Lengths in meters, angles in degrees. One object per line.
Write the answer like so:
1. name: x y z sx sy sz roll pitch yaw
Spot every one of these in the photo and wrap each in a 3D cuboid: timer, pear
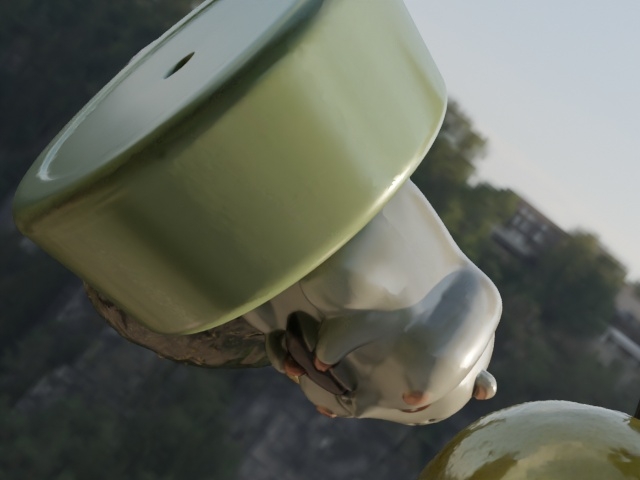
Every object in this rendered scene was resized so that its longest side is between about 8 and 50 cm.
1. timer: 0.000 0.000 0.945 0.315 0.291 0.291 51 -3 -18
2. pear: 0.198 0.280 1.162 0.309 0.309 0.309 38 1 -1

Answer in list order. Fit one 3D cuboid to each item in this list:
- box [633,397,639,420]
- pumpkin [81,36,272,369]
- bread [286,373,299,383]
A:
1. box: 0.402 0.155 1.390 0.160 0.230 0.050 14 25 2
2. pumpkin: -0.065 -0.038 1.237 0.292 0.257 0.327 20 52 -26
3. bread: 0.015 0.078 1.489 0.073 0.149 0.122 -119 -173 -60
